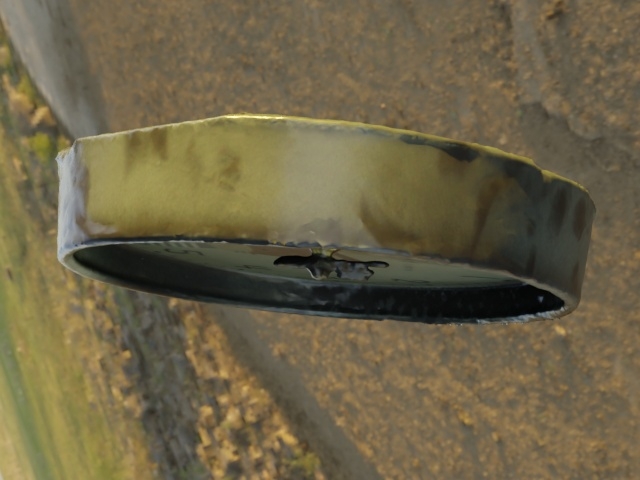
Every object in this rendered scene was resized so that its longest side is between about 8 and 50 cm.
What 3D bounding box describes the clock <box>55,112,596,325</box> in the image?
[{"bbox_3d":[0.000,0.000,0.606,0.325,0.325,0.067,157,120,-70],"label":"clock"}]
